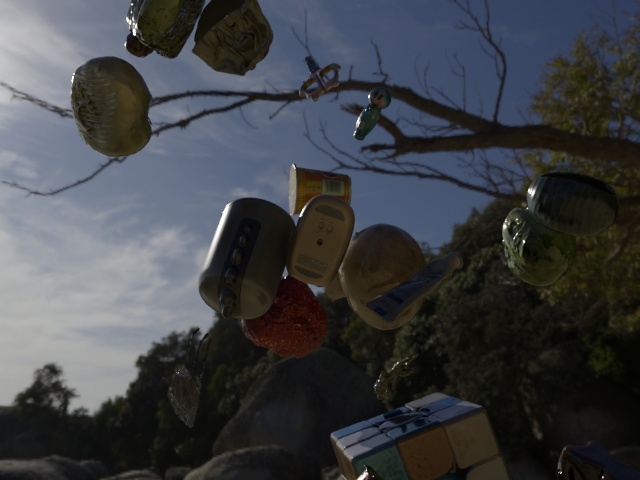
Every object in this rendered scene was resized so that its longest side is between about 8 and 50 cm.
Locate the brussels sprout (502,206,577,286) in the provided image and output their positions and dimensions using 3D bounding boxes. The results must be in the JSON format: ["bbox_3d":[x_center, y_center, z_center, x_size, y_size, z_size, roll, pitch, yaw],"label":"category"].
[{"bbox_3d":[0.710,0.007,1.975,0.210,0.271,0.220,-19,-35,-26],"label":"brussels sprout"}]

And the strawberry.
[{"bbox_3d":[-0.104,0.252,1.905,0.277,0.257,0.257,45,-33,-8],"label":"strawberry"}]

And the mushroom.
[{"bbox_3d":[0.151,0.105,1.696,0.290,0.298,0.297,-12,-24,44],"label":"mushroom"}]

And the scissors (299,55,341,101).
[{"bbox_3d":[-0.016,-0.544,1.954,0.160,0.318,0.024,-34,-53,11],"label":"scissors"}]

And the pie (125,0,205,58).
[{"bbox_3d":[-0.379,-0.674,1.580,0.180,0.396,0.418,21,-7,-23],"label":"pie"}]

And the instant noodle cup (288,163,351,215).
[{"bbox_3d":[-0.001,-0.160,1.937,0.184,0.169,0.168,1,-20,-12],"label":"instant noodle cup"}]

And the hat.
[{"bbox_3d":[-0.188,-0.520,1.437,0.214,0.245,0.149,-25,-54,34],"label":"hat"}]

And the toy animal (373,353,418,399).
[{"bbox_3d":[0.221,0.405,1.801,0.220,0.069,0.086,-48,-15,30],"label":"toy animal"}]

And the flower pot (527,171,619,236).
[{"bbox_3d":[0.703,-0.102,1.680,0.242,0.157,0.189,19,23,33],"label":"flower pot"}]

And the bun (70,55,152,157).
[{"bbox_3d":[-0.543,-0.356,1.587,0.272,0.273,0.168,-20,6,44],"label":"bun"}]

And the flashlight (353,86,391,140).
[{"bbox_3d":[0.113,-0.277,1.320,0.051,0.051,0.129,10,-49,-21],"label":"flashlight"}]

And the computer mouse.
[{"bbox_3d":[0.000,0.000,1.528,0.145,0.237,0.082,18,11,0],"label":"computer mouse"}]

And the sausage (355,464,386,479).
[{"bbox_3d":[0.002,0.432,0.826,0.083,0.264,0.083,45,-7,7],"label":"sausage"}]

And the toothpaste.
[{"bbox_3d":[0.236,0.110,1.461,0.096,0.266,0.061,29,-37,48],"label":"toothpaste"}]

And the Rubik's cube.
[{"bbox_3d":[0.252,0.604,1.475,0.346,0.345,0.347,-17,-5,-11],"label":"Rubik's cube"}]

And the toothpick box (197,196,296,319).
[{"bbox_3d":[-0.196,0.059,1.553,0.228,0.317,0.229,10,-36,8],"label":"toothpick box"}]

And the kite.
[{"bbox_3d":[-0.300,0.307,1.373,0.127,0.230,0.016,29,17,38],"label":"kite"}]

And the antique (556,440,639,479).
[{"bbox_3d":[0.608,0.538,1.284,0.121,0.144,0.257,1,18,-28],"label":"antique"}]
